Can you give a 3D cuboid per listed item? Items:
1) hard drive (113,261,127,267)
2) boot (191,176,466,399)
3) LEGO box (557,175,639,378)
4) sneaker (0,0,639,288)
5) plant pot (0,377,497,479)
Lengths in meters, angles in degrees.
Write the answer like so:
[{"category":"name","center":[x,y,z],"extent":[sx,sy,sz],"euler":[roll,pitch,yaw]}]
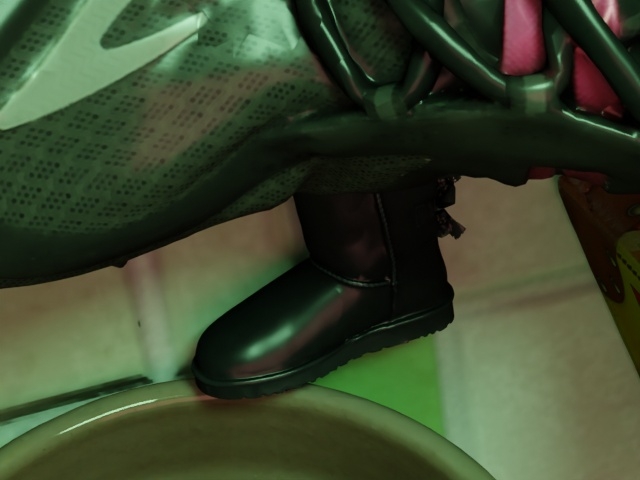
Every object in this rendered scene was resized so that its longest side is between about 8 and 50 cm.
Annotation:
[{"category":"hard drive","center":[-0.119,-0.048,0.557],"extent":[0.135,0.022,0.094],"euler":[15,110,-22]},{"category":"boot","center":[0.000,0.000,0.602],"extent":[0.121,0.045,0.099],"euler":[-18,121,-15]},{"category":"LEGO box","center":[0.356,0.063,0.473],"extent":[0.372,0.500,0.193],"euler":[-30,121,-1]},{"category":"sneaker","center":[0.076,-0.097,0.472],"extent":[0.483,0.202,0.185],"euler":[-19,117,-13]},{"category":"plant pot","center":[-0.036,0.222,0.607],"extent":[0.263,0.263,0.229],"euler":[-11,136,-11]}]
